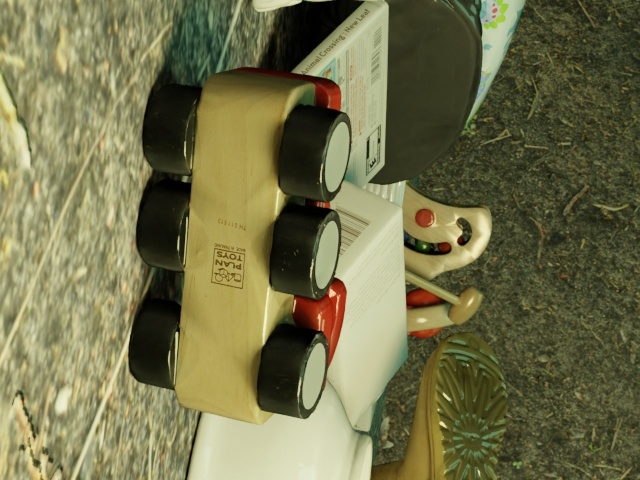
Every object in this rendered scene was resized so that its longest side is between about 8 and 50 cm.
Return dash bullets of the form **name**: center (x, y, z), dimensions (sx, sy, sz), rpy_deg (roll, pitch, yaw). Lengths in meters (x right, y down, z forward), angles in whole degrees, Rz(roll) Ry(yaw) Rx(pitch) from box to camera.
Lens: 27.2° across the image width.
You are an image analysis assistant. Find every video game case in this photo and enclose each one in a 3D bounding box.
- **video game case**: center (-0.002, -0.086, 1.195), dimensions (0.193, 0.023, 0.212), rpy_deg (-47, 154, -30)

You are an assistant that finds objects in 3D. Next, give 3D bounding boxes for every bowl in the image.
- **bowl**: center (-0.030, 0.236, 1.183), dimensions (0.298, 0.134, 0.297), rpy_deg (8, 90, -83)

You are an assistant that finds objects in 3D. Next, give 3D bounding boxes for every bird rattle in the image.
- **bird rattle**: center (0.130, 0.110, 2.086), dimensions (0.253, 0.207, 0.143), rpy_deg (120, -40, -86)

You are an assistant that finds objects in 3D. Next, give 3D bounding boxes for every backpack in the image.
- **backpack**: center (0.110, -0.273, 1.383), dimensions (0.290, 0.273, 0.355), rpy_deg (102, -12, -49)

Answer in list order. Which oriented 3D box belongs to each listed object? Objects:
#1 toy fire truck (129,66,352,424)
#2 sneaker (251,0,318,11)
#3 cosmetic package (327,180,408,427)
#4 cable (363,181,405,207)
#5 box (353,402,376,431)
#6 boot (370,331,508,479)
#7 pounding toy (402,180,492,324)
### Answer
- **toy fire truck**: center (-0.038, -0.016, 0.914), dimensions (0.246, 0.159, 0.217), rpy_deg (-32, 130, -67)
- **sneaker**: center (0.020, -0.258, 1.123), dimensions (0.292, 0.118, 0.110), rpy_deg (-72, 165, -61)
- **cosmetic package**: center (0.019, 0.064, 1.254), dimensions (0.117, 0.085, 0.231), rpy_deg (-47, 151, -32)
- **cable**: center (0.065, -0.077, 1.751), dimensions (0.257, 0.089, 0.257), rpy_deg (87, 13, -56)
- **box**: center (0.022, 0.163, 1.624), dimensions (0.087, 0.102, 0.101), rpy_deg (92, 10, -48)
- **boot**: center (0.055, 0.230, 1.302), dimensions (0.269, 0.089, 0.236), rpy_deg (-28, -137, 46)
- **pounding toy**: center (0.169, -0.017, 1.978), dimensions (0.154, 0.269, 0.155), rpy_deg (-44, 178, 9)
